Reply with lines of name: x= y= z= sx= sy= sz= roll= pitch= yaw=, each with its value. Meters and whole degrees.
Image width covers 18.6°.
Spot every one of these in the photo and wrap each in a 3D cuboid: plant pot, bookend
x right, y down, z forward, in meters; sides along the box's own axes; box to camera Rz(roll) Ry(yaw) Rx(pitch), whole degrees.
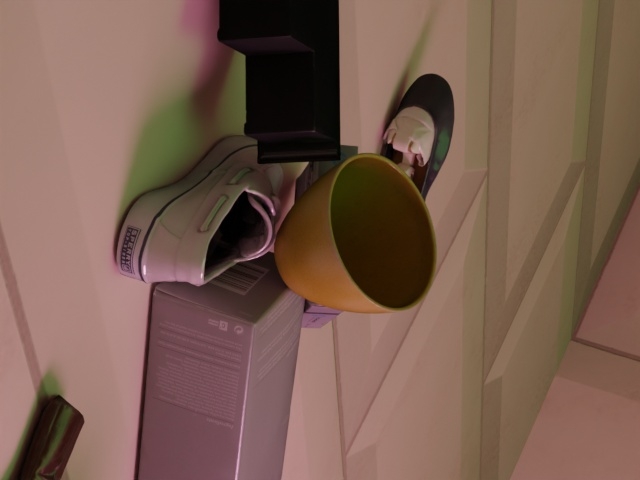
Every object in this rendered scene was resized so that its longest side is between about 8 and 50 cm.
plant pot: x=0.018 y=0.004 z=1.625 sx=0.134 sy=0.095 sz=0.134 roll=20 pitch=62 yaw=-43
bookend: x=-0.038 y=-0.147 z=1.546 sx=0.156 sy=0.072 sz=0.157 roll=13 pitch=76 yaw=-74

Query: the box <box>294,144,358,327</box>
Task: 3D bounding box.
box: x=0.000 y=0.000 z=1.778 sx=0.186 sy=0.038 sz=0.145 roll=135 pitch=-41 yaw=-78

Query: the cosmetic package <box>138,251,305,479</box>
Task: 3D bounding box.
cosmetic package: x=-0.086 y=0.132 z=1.694 sx=0.127 sy=0.107 sz=0.238 roll=-46 pitch=151 yaw=-59

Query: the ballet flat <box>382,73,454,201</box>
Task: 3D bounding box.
ballet flat: x=0.094 y=-0.082 z=2.116 sx=0.074 sy=0.074 sz=0.203 roll=-10 pitch=118 yaw=-71

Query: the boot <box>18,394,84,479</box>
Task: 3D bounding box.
boot: x=-0.202 y=0.180 z=1.490 sx=0.106 sy=0.037 sz=0.114 roll=67 pitch=38 yaw=-68

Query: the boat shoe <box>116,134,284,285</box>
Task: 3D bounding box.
boat shoe: x=-0.076 y=-0.015 z=1.608 sx=0.258 sy=0.084 sz=0.095 roll=-43 pitch=146 yaw=-59
